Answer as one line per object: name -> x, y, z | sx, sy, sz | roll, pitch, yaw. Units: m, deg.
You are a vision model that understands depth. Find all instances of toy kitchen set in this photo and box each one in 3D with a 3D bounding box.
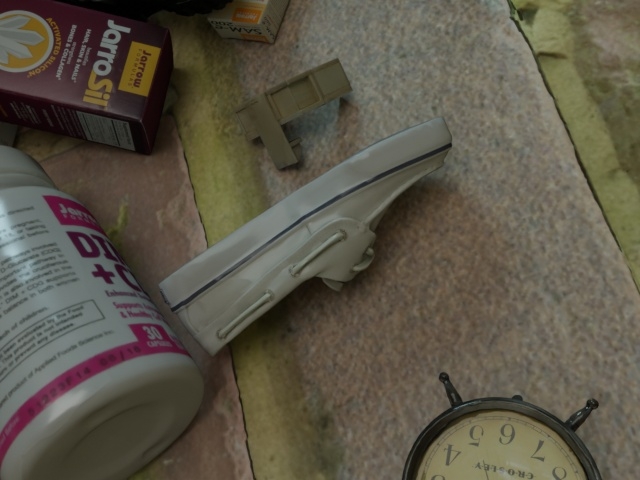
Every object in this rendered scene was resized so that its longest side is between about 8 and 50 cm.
toy kitchen set -> -0.020, -0.114, 0.652 | 0.083, 0.075, 0.068 | -14, 106, 48

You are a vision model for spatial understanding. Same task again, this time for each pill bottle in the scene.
pill bottle -> -0.234, 0.057, 0.585 | 0.160, 0.160, 0.283 | -42, 64, 0

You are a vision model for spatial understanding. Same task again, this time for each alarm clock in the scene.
alarm clock -> 0.119, 0.193, 0.472 | 0.129, 0.064, 0.192 | 8, 72, 21

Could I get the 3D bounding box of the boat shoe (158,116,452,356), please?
boat shoe -> 0.000, 0.000, 0.570 | 0.267, 0.096, 0.088 | -33, 92, -1

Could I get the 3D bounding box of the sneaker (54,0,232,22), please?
sneaker -> -0.193, -0.279, 0.702 | 0.271, 0.100, 0.108 | 3, 90, 29

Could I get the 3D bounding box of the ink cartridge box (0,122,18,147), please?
ink cartridge box -> -0.442, -0.179, 0.757 | 0.226, 0.131, 0.306 | 2, 70, 19

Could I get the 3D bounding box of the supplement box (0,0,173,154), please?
supplement box -> -0.245, -0.162, 0.673 | 0.188, 0.081, 0.104 | 12, 74, -5

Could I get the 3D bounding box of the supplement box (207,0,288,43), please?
supplement box -> -0.065, -0.251, 0.707 | 0.062, 0.036, 0.098 | 12, 76, 23
